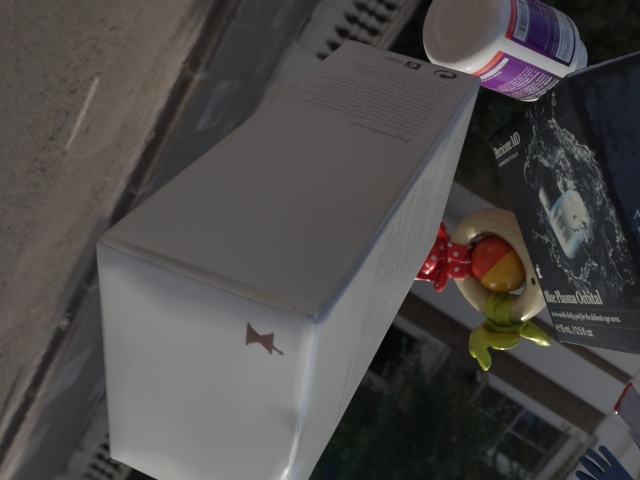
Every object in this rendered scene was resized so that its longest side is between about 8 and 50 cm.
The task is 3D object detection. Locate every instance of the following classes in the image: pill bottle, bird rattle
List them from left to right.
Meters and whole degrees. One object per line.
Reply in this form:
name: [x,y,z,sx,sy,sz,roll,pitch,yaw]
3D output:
bird rattle: [0.240,0.040,1.009,0.143,0.253,0.207,-12,150,-32]
pill bottle: [0.356,-0.367,1.337,0.323,0.181,0.181,7,126,-40]

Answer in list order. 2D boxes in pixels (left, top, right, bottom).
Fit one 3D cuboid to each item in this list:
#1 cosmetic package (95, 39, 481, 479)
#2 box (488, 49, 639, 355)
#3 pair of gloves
cosmetic package: [0.000,0.000,0.666,0.453,0.162,0.230,-52,157,-52]
box: [0.188,-0.020,0.437,0.093,0.158,0.156,-18,176,-3]
pair of gloves: [0.410,0.291,0.927,0.198,0.023,0.159,-66,-160,14]
